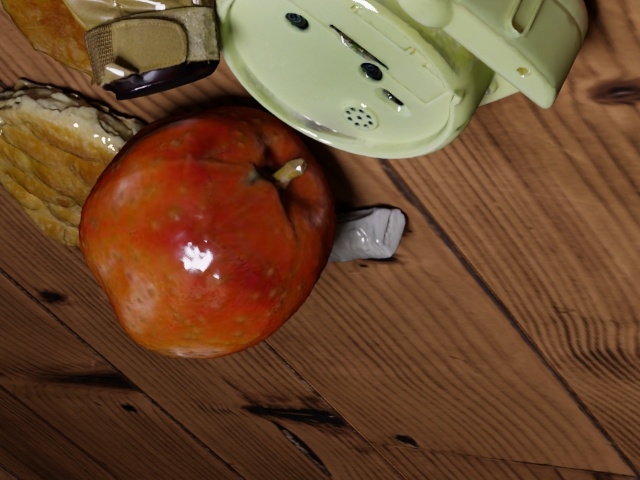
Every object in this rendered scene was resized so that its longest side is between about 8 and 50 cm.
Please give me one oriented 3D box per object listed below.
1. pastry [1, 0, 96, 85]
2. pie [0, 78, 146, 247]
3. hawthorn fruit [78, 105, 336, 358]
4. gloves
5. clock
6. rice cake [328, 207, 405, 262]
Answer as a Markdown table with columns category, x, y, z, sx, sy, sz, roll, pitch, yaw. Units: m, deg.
| category | x | y | z | sx | sy | sz | roll | pitch | yaw |
| --- | --- | --- | --- | --- | --- | --- | --- | --- | --- |
| pastry | -0.221 | -0.242 | 1.366 | 0.218 | 0.100 | 0.229 | 36 | 148 | -28 |
| pie | -0.289 | -0.078 | 1.755 | 0.339 | 0.083 | 0.339 | 22 | 152 | 13 |
| hawthorn fruit | -0.111 | -0.018 | 1.501 | 0.275 | 0.275 | 0.300 | 38 | 137 | -22 |
| gloves | -0.190 | -0.283 | 1.183 | 0.154 | 0.141 | 0.331 | -14 | 100 | 51 |
| clock | 0.037 | -0.186 | 1.211 | 0.286 | 0.117 | 0.348 | 35 | 153 | -15 |
| rice cake | 0.000 | 0.000 | 1.650 | 0.052 | 0.057 | 0.256 | 13 | 167 | -38 |
